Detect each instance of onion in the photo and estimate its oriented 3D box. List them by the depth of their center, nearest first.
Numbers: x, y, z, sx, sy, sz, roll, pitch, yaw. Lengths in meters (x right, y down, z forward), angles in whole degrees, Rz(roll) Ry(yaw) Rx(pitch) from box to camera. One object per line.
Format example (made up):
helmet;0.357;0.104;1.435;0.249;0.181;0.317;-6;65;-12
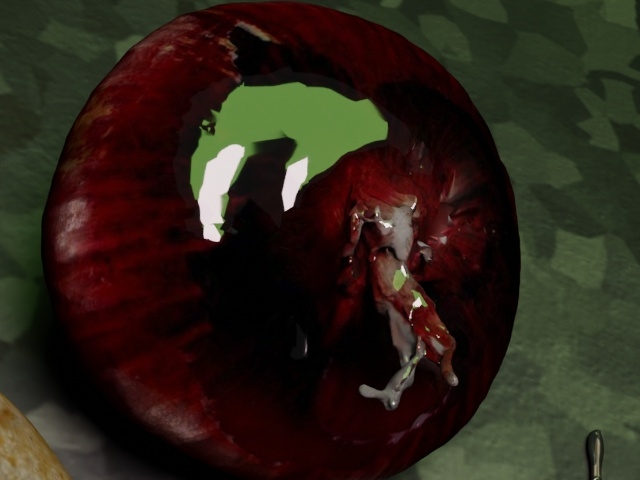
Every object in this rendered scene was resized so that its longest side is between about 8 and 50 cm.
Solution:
onion;0.000;0.000;0.743;0.273;0.285;0.273;2;86;-25

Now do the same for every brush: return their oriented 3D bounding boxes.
brush;0.169;0.149;0.880;0.024;0.008;0.083;19;44;-7

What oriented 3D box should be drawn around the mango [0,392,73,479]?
mango;-0.175;0.144;0.535;0.192;0.146;0.316;-29;101;-21
